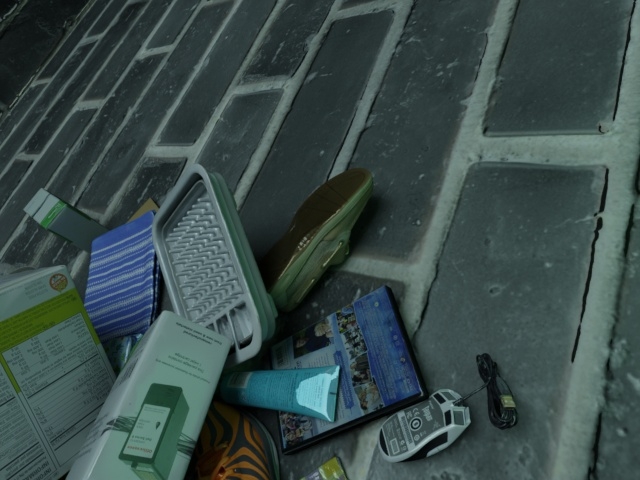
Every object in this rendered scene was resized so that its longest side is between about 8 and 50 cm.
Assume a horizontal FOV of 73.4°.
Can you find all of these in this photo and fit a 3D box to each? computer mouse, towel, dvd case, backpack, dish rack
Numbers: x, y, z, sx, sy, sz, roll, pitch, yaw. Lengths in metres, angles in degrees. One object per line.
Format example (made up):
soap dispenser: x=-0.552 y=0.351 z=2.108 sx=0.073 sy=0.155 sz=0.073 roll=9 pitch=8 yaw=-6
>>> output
computer mouse: x=0.163 y=0.236 z=0.569 sx=0.193 sy=0.042 sz=0.106 roll=-35 pitch=26 yaw=14
towel: x=-0.489 y=0.100 z=1.042 sx=0.243 sy=0.040 sz=0.335 roll=-20 pitch=57 yaw=18
dvd case: x=0.027 y=0.202 z=0.670 sx=0.253 sy=0.022 sz=0.180 roll=-32 pitch=49 yaw=21
backpack: x=-0.400 y=0.243 z=0.883 sx=0.115 sy=0.084 sz=0.104 roll=-14 pitch=64 yaw=27
towel: x=0.004 y=0.357 z=0.617 sx=0.083 sy=0.009 sz=0.060 roll=-35 pitch=50 yaw=8
dish rack: x=-0.193 y=0.059 z=0.770 sx=0.286 sy=0.072 sz=0.332 roll=-35 pitch=72 yaw=46

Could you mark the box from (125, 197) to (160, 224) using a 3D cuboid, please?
box: x=-0.487 y=-0.003 z=1.138 sx=0.201 sy=0.021 sz=0.164 roll=-48 pitch=49 yaw=-4

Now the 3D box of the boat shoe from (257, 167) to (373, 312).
boat shoe: x=0.000 y=0.000 z=0.789 sx=0.302 sy=0.098 sz=0.109 roll=-51 pitch=36 yaw=-3

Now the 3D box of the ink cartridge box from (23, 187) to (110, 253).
ink cartridge box: x=-0.729 y=-0.057 z=1.234 sx=0.209 sy=0.153 sz=0.086 roll=22 pitch=74 yaw=38

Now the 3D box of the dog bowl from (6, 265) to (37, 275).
dog bowl: x=-0.803 y=0.244 z=1.124 sx=0.349 sy=0.102 sz=0.348 roll=-16 pitch=55 yaw=24

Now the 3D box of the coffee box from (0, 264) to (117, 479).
coffee box: x=-0.619 y=0.273 z=0.747 sx=0.338 sy=0.334 sz=0.338 roll=-9 pitch=16 yaw=32

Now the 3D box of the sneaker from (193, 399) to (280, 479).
sneaker: x=-0.137 y=0.343 z=0.599 sx=0.124 sy=0.180 sz=0.321 roll=-46 pitch=49 yaw=-2

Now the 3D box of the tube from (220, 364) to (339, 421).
tube: x=-0.066 y=0.236 z=0.680 sx=0.207 sy=0.052 sz=0.080 roll=-9 pitch=65 yaw=30

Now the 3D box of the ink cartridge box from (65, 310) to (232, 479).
ink cartridge box: x=-0.266 y=0.282 z=0.637 sx=0.211 sy=0.122 sz=0.289 roll=-39 pitch=28 yaw=45
